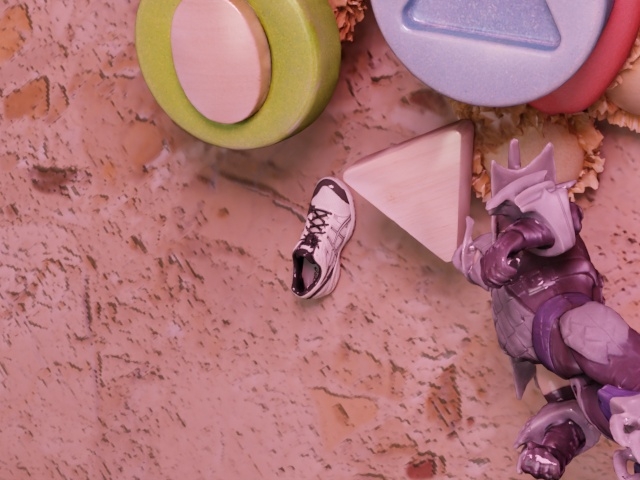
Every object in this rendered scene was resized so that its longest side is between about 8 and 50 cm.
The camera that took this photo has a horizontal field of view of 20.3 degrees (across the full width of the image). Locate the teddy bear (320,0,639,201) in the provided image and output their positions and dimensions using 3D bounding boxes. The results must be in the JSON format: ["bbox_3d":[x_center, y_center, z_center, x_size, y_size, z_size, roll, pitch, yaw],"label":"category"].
[{"bbox_3d":[0.085,-0.177,1.065,0.338,0.113,0.245,37,121,8],"label":"teddy bear"}]

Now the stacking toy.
[{"bbox_3d":[0.003,-0.129,0.985,0.309,0.130,0.279,30,122,12],"label":"stacking toy"}]

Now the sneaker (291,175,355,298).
[{"bbox_3d":[0.000,0.000,1.168,0.032,0.037,0.083,14,104,26],"label":"sneaker"}]

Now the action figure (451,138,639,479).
[{"bbox_3d":[0.138,0.060,0.913,0.285,0.099,0.185,47,163,54],"label":"action figure"}]
